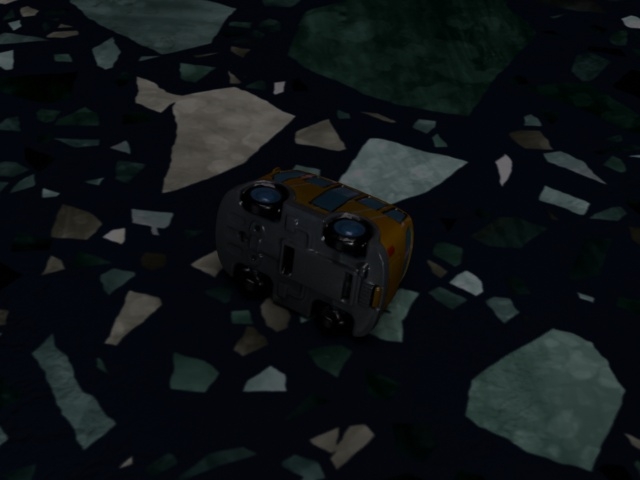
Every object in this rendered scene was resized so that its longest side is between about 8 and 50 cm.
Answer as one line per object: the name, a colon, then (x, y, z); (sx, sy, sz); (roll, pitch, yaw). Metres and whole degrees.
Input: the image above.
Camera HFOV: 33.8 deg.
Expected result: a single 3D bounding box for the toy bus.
toy bus: (0.000, 0.000, 1.150); (0.209, 0.126, 0.136); (23, 35, 22)
